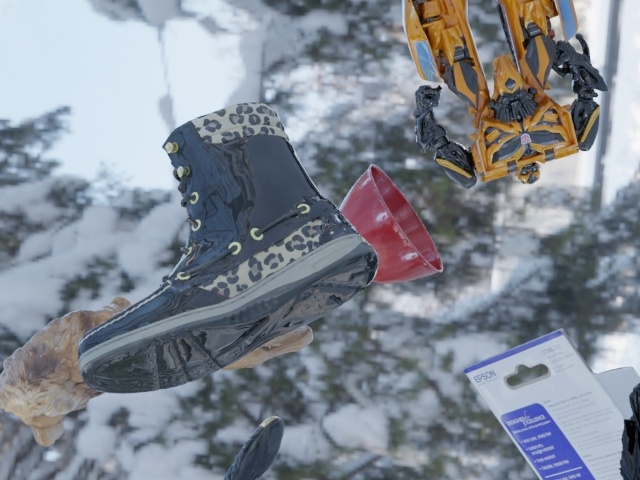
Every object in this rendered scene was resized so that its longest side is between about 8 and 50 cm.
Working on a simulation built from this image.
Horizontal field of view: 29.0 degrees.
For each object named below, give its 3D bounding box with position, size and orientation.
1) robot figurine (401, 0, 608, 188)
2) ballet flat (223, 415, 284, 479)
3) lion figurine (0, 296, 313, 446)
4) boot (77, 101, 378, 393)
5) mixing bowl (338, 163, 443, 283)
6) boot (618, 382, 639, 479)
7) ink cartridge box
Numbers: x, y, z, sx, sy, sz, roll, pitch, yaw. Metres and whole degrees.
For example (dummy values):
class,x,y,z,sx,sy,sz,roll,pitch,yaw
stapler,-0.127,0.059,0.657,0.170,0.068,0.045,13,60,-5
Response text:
class,x,y,z,sx,sy,sz,roll,pitch,yaw
robot figurine,0.184,-0.191,1.296,0.085,0.211,0.291,-95,-14,-75
ballet flat,-0.107,0.310,1.672,0.057,0.049,0.173,39,-100,-39
lion figurine,-0.182,0.122,1.487,0.240,0.392,0.142,-33,-75,-79
boot,-0.096,0.003,0.954,0.085,0.236,0.179,84,160,-59
mixing bowl,0.084,-0.007,1.753,0.181,0.098,0.181,52,-167,-18
boot,0.387,0.137,1.083,0.094,0.207,0.247,-106,24,-50
ink cartridge box,0.327,0.257,1.365,0.069,0.371,0.175,-40,4,-37
